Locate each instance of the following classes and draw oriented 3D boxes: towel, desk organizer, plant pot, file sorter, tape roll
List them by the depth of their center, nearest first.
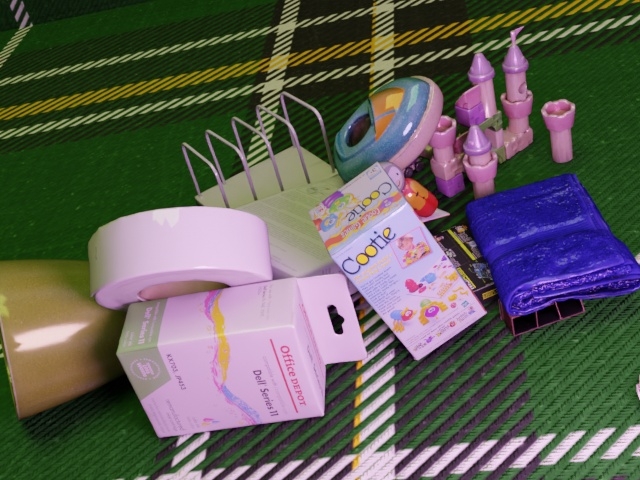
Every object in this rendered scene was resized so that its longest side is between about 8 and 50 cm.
[{"bbox_3d":[-0.220,0.038,1.461,0.286,0.286,0.100,-9,74,10],"label":"tape roll"},{"bbox_3d":[0.364,0.107,1.507,0.130,0.047,0.050,-19,37,-4],"label":"desk organizer"},{"bbox_3d":[0.383,-0.006,1.549,0.227,0.076,0.308,-12,33,1],"label":"towel"},{"bbox_3d":[-0.408,0.143,1.609,0.293,0.275,0.275,-12,32,-21],"label":"plant pot"},{"bbox_3d":[-0.136,-0.175,1.987,0.277,0.173,0.193,-30,37,-18],"label":"file sorter"}]

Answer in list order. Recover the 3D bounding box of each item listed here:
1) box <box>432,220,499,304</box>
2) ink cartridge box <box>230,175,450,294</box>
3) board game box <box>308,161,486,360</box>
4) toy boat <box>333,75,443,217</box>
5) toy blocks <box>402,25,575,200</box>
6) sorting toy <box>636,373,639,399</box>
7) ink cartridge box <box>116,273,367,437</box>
[{"bbox_3d":[0.302,0.027,1.646,0.184,0.045,0.191,-24,36,-7],"label":"box"},{"bbox_3d":[0.002,-0.006,1.714,0.385,0.091,0.308,-20,31,-36],"label":"ink cartridge box"},{"bbox_3d":[0.124,0.036,1.474,0.144,0.275,0.142,-35,35,6],"label":"board game box"},{"bbox_3d":[0.126,-0.176,1.718,0.267,0.148,0.318,-44,37,27],"label":"toy boat"},{"bbox_3d":[0.309,-0.260,1.852,0.288,0.260,0.309,-33,38,-22],"label":"toy blocks"},{"bbox_3d":[0.495,0.210,1.321,0.083,0.045,0.075,-8,28,12],"label":"sorting toy"},{"bbox_3d":[-0.114,0.183,1.449,0.353,0.207,0.119,-10,37,9],"label":"ink cartridge box"}]
